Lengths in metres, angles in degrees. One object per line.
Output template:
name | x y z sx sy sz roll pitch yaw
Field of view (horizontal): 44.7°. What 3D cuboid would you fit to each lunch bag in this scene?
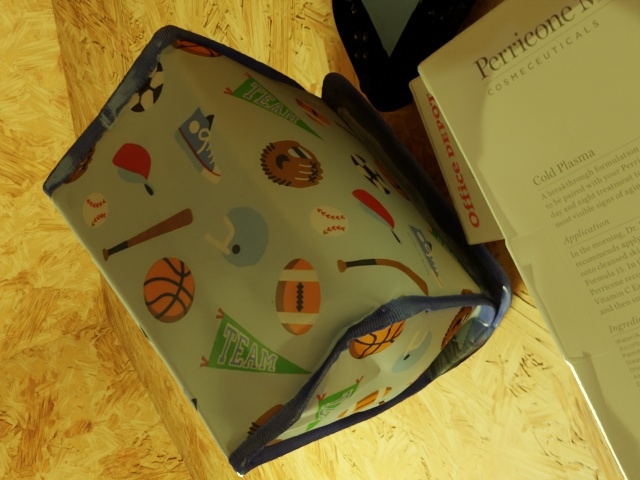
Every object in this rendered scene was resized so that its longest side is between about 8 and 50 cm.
lunch bag | 0.000 0.000 0.759 0.239 0.385 0.328 -45 68 19

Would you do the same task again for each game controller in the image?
game controller | 0.082 -0.257 0.687 0.167 0.067 0.319 60 154 16

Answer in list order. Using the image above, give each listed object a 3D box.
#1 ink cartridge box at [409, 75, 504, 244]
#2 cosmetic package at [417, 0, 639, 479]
ink cartridge box | 0.179 -0.092 0.597 0.218 0.092 0.159 -15 96 67
cosmetic package | 0.256 -0.049 0.308 0.377 0.097 0.285 -31 83 41
